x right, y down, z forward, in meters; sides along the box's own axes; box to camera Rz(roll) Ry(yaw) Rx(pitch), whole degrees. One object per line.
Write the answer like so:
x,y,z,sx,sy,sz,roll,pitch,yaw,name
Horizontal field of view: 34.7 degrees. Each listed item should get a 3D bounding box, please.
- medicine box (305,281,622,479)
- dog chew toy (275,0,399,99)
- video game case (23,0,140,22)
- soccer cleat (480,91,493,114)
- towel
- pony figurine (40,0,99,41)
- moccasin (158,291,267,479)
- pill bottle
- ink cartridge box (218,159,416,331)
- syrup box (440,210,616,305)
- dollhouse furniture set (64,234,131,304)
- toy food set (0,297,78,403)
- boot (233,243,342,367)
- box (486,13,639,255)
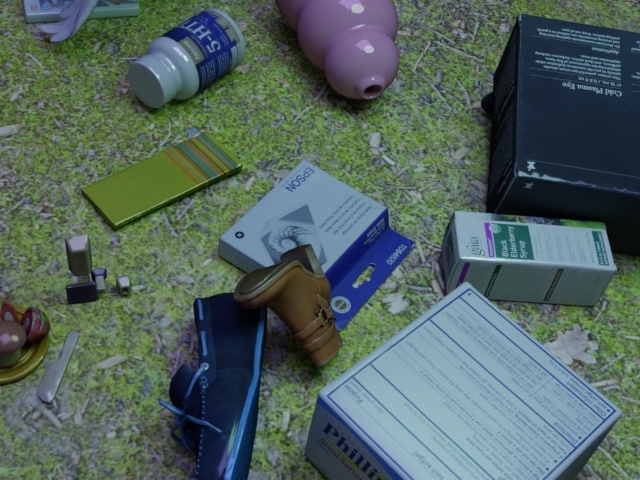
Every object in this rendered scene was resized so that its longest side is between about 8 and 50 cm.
0.174,0.241,1.288,0.289,0.149,0.263,-33,62,-31,medicine box
0.041,-0.383,1.777,0.206,0.207,0.332,-9,60,-17,dog chew toy
-0.443,-0.467,1.869,0.201,0.023,0.183,-7,52,-16,video game case
0.366,-0.218,1.775,0.178,0.060,0.072,10,50,-5,soccer cleat
-0.243,-0.095,1.591,0.237,0.021,0.102,-29,54,-28,towel
-0.342,-0.538,1.740,0.363,0.351,0.303,-8,66,-43,pony figurine
-0.137,0.203,1.299,0.116,0.138,0.342,5,35,0,moccasin
-0.224,-0.300,1.706,0.112,0.112,0.186,35,53,19,pill bottle
0.000,0.000,1.532,0.224,0.045,0.223,31,52,16,ink cartridge box
0.305,0.028,1.529,0.236,0.096,0.093,5,49,-7,syrup box
-0.314,0.016,1.421,0.091,0.114,0.081,-9,48,-14,dollhouse furniture set
-0.428,0.115,1.341,0.217,0.071,0.128,18,49,6,toy food set
-0.031,0.099,1.350,0.073,0.152,0.197,-15,8,31,boot
0.451,-0.160,1.623,0.343,0.179,0.313,9,61,-2,box
